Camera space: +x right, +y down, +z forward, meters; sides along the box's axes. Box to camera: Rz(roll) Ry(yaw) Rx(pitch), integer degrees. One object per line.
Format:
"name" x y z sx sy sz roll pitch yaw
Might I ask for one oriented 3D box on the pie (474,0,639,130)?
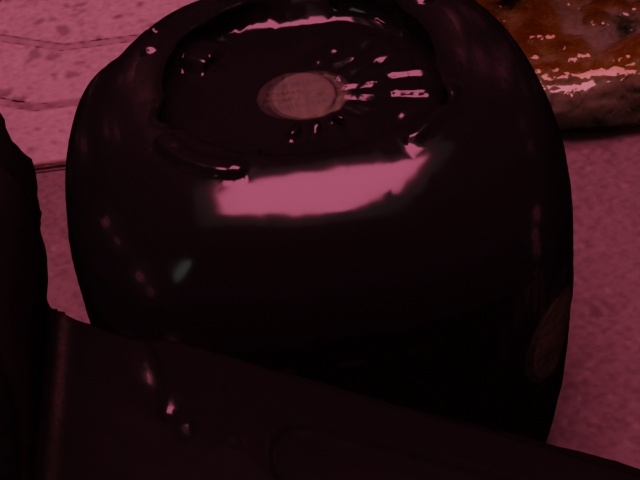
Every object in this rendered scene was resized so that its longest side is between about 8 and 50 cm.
"pie" 0.173 -0.153 1.203 0.240 0.054 0.240 -7 41 6

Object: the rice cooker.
"rice cooker" 0.000 0.000 0.926 0.267 0.224 0.267 -6 39 5

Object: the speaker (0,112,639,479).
"speaker" 0.019 0.115 0.701 0.388 0.184 0.180 17 36 -19
